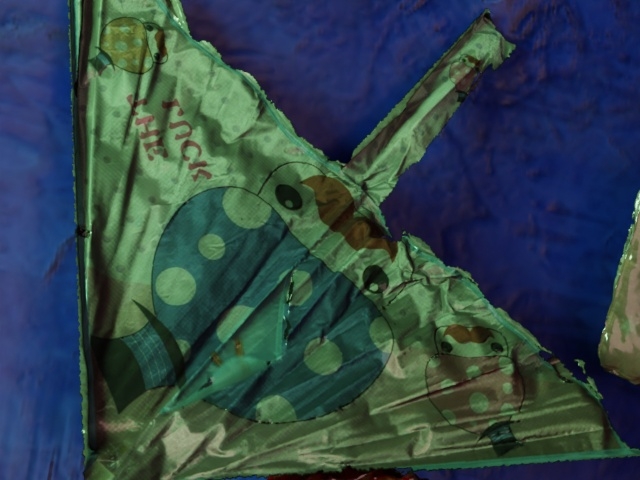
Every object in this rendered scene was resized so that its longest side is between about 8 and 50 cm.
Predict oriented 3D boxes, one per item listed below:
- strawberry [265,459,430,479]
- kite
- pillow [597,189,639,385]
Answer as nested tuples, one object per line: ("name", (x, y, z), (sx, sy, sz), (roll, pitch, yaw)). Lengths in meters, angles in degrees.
("strawberry", (0.002, 0.175, 0.816), (0.145, 0.086, 0.145), (0, 89, -18))
("kite", (0.000, 0.000, 0.814), (0.406, 0.014, 0.368), (42, 60, -1))
("pillow", (0.272, 0.043, 0.938), (0.248, 0.049, 0.135), (16, 84, -22))
